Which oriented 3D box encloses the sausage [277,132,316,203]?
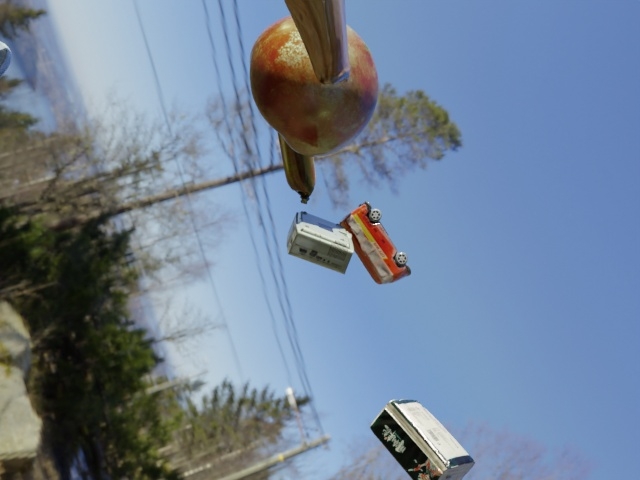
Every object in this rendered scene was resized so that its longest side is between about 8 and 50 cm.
[{"bbox_3d":[-0.060,-0.254,1.687,0.082,0.082,0.371,-136,-145,-65],"label":"sausage"}]

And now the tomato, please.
[{"bbox_3d":[-0.003,-0.303,1.490,0.270,0.222,0.270,55,17,-27],"label":"tomato"}]

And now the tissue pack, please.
[{"bbox_3d":[0.186,0.377,1.450,0.170,0.103,0.090,48,-65,36],"label":"tissue pack"}]

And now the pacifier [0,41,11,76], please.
[{"bbox_3d":[-0.590,-0.185,1.185,0.244,0.299,0.233,-110,-178,-46],"label":"pacifier"}]

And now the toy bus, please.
[{"bbox_3d":[0.108,0.011,1.571,0.174,0.077,0.079,59,-13,-1],"label":"toy bus"}]

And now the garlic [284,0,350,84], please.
[{"bbox_3d":[-0.007,-0.387,1.180,0.143,0.112,0.318,-76,151,-65],"label":"garlic"}]

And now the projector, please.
[{"bbox_3d":[0.000,0.000,1.455,0.147,0.115,0.061,-99,-148,-74],"label":"projector"}]
